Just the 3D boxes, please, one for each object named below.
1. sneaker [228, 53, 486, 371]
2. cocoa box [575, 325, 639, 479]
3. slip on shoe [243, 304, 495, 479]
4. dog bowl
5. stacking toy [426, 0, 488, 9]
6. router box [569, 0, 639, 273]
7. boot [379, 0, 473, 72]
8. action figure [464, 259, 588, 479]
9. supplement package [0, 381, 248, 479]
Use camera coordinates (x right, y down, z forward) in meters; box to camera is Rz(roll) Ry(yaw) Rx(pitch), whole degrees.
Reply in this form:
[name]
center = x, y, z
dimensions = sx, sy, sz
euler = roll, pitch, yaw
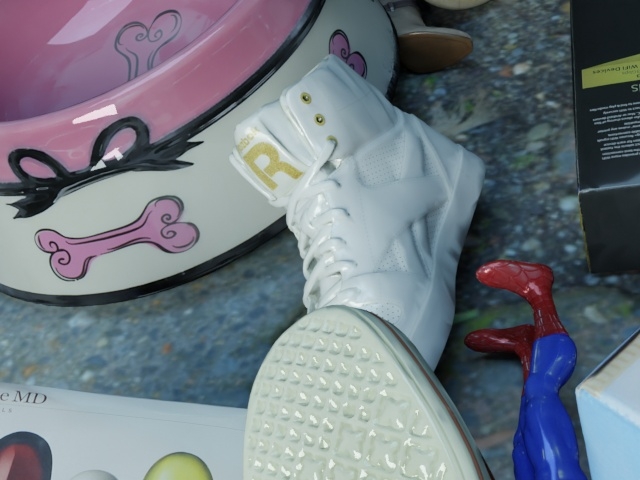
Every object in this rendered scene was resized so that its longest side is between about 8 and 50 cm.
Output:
[sneaker]
center = 0.000, 0.000, 0.776
dimensions = 0.108, 0.169, 0.292
euler = -42, 19, 38
[cocoa box]
center = 0.285, 0.127, 0.362
dimensions = 0.228, 0.231, 0.347
euler = -37, 44, -20
[slip on shoe]
center = 0.064, 0.181, 0.536
dimensions = 0.123, 0.101, 0.331
euler = -36, 71, 23
[dog bowl]
center = -0.151, -0.147, 0.992
dimensions = 0.408, 0.150, 0.408
euler = -16, 42, 14
[stacking toy]
center = 0.052, -0.328, 1.158
dimensions = 0.141, 0.141, 0.330
euler = -32, 39, -14
[router box]
center = 0.329, -0.102, 0.838
dimensions = 0.308, 0.081, 0.243
euler = -5, 43, 16
[boot]
center = 0.074, -0.181, 1.053
dimensions = 0.118, 0.042, 0.087
euler = -5, 41, 16
[action figure]
center = 0.089, 0.135, 0.663
dimensions = 0.139, 0.091, 0.280
euler = -4, 41, -6
[supplement package]
center = -0.123, 0.197, 0.605
dimensions = 0.194, 0.149, 0.203
euler = 6, 44, 1
